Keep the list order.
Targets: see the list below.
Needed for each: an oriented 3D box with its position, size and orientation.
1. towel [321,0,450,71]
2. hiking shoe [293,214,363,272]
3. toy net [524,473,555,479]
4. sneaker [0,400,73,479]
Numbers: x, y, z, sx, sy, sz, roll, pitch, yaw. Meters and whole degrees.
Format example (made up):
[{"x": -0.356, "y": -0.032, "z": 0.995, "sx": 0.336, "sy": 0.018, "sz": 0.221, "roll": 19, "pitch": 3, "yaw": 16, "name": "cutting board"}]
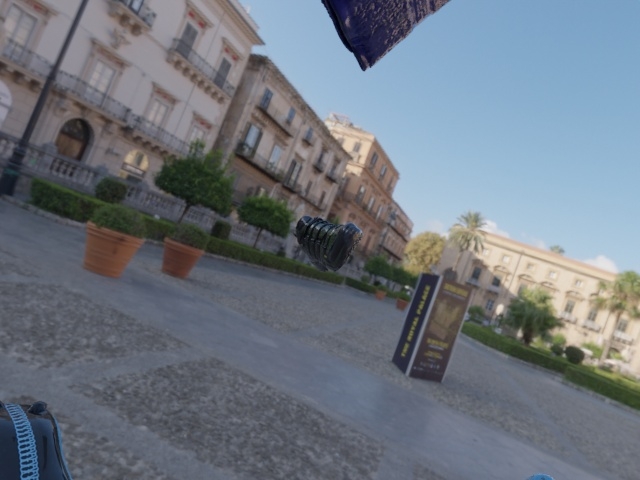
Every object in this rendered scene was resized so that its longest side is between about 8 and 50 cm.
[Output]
[{"x": 0.146, "y": -0.421, "z": 0.679, "sx": 0.076, "sy": 0.308, "sz": 0.227, "roll": 56, "pitch": 11, "yaw": 13, "name": "towel"}, {"x": 0.000, "y": 0.000, "z": 0.870, "sx": 0.114, "sy": 0.086, "sz": 0.227, "roll": 39, "pitch": -21, "yaw": -6, "name": "hiking shoe"}, {"x": 0.231, "y": 0.351, "z": 0.547, "sx": 0.232, "sy": 0.045, "sz": 0.122, "roll": -6, "pitch": 6, "yaw": -18, "name": "toy net"}, {"x": -0.244, "y": 0.139, "z": 0.253, "sx": 0.341, "sy": 0.125, "sz": 0.139, "roll": 40, "pitch": 28, "yaw": 4, "name": "sneaker"}]
